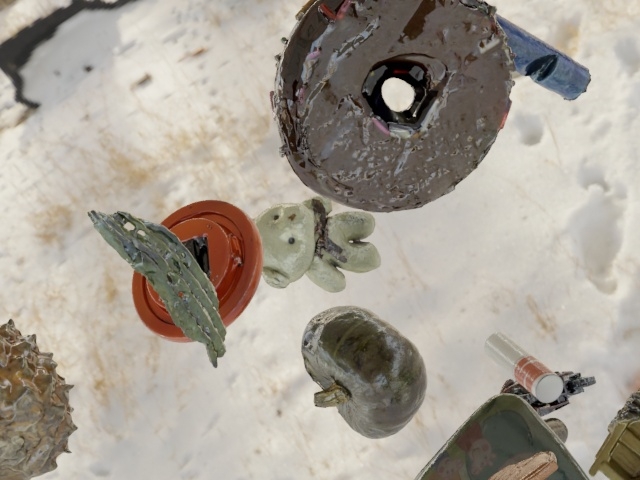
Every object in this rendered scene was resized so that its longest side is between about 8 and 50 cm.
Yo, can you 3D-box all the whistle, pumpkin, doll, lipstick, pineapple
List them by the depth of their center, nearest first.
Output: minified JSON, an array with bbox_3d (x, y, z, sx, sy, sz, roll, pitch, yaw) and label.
[{"bbox_3d":[-0.333,0.155,0.890,0.166,0.166,0.193,-40,47,-11],"label":"pineapple"},{"bbox_3d":[0.252,0.157,1.121,0.038,0.038,0.131,-35,24,-5],"label":"lipstick"},{"bbox_3d":[0.260,-0.281,1.272,0.062,0.304,0.062,-36,44,44],"label":"whistle"},{"bbox_3d":[-0.001,-0.005,1.724,0.278,0.149,0.175,-4,45,-32],"label":"doll"},{"bbox_3d":[0.100,0.300,1.984,0.242,0.325,0.232,-40,8,-19],"label":"pumpkin"}]

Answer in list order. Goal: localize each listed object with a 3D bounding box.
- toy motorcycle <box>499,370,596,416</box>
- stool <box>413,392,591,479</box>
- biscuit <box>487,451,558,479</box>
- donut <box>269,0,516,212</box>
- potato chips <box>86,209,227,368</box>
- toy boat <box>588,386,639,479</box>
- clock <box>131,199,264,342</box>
[{"bbox_3d":[0.458,0.312,1.846,0.213,0.082,0.122,-10,0,-22],"label":"toy motorcycle"},{"bbox_3d":[0.358,0.476,1.578,0.310,0.226,0.310,-48,46,15],"label":"stool"},{"bbox_3d":[0.262,0.315,1.197,0.102,0.019,0.130,-28,-7,-38],"label":"biscuit"},{"bbox_3d":[0.071,-0.157,0.934,0.269,0.270,0.103,-33,29,-2],"label":"donut"},{"bbox_3d":[-0.137,0.026,0.780,0.028,0.207,0.092,-24,39,15],"label":"potato chips"},{"bbox_3d":[0.549,0.183,1.264,0.136,0.162,0.445,39,92,22],"label":"toy boat"},{"bbox_3d":[-0.169,0.039,1.212,0.205,0.051,0.205,-13,60,24],"label":"clock"}]
